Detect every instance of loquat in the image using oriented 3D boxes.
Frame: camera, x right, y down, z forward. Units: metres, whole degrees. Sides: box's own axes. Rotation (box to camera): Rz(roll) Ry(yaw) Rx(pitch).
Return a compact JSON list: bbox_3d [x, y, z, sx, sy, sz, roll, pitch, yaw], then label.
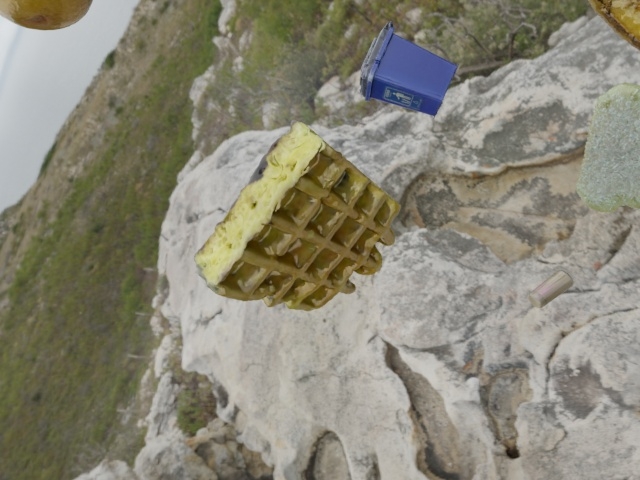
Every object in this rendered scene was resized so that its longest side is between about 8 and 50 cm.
[{"bbox_3d":[-0.493,-0.473,0.748,0.208,0.208,0.208,-21,61,42],"label":"loquat"}]

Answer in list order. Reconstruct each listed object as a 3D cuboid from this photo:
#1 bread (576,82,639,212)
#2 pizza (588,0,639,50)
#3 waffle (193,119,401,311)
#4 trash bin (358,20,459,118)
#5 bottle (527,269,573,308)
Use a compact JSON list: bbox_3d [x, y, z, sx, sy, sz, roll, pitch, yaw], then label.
[{"bbox_3d":[0.678,-0.187,0.934,0.207,0.056,0.287,18,122,44],"label":"bread"},{"bbox_3d":[0.536,-0.359,0.596,0.287,0.251,0.074,-7,43,49],"label":"pizza"},{"bbox_3d":[0.000,0.000,0.441,0.160,0.210,0.055,-51,54,9],"label":"waffle"},{"bbox_3d":[0.237,-0.451,1.179,0.234,0.162,0.184,24,85,5],"label":"trash bin"},{"bbox_3d":[0.515,0.110,0.979,0.096,0.045,0.045,-35,45,-4],"label":"bottle"}]
